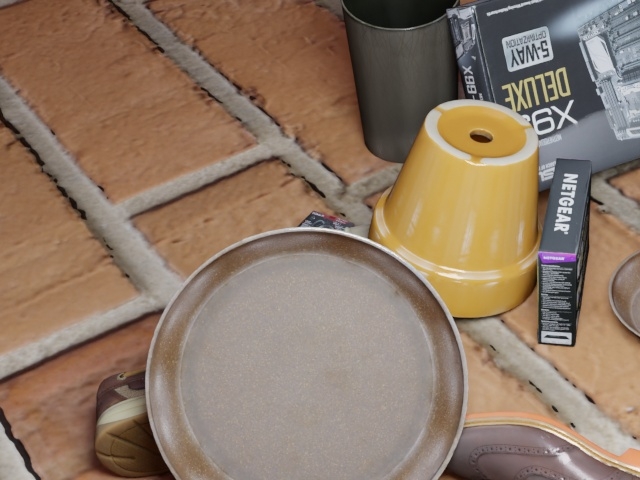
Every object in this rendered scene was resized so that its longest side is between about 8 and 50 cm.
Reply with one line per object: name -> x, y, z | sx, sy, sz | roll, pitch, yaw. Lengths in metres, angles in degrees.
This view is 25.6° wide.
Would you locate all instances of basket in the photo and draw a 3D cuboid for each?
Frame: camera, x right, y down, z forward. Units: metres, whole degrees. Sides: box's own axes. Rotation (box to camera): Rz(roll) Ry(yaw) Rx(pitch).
basket -> 0.111, -0.230, 1.846 | 0.154, 0.227, 0.204 | -7, 38, 1

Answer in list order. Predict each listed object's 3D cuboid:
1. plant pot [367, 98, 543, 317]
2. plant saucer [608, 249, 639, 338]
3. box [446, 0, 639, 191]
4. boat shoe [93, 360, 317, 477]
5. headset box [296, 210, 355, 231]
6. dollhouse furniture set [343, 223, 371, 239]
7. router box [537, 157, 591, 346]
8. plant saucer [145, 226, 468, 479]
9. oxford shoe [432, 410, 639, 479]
plant pot -> 0.166, -0.048, 1.602 | 0.205, 0.188, 0.205 | 6, 39, -5
plant saucer -> 0.420, 0.071, 1.563 | 0.199, 0.036, 0.198 | -5, 38, 4
box -> 0.326, -0.209, 1.754 | 0.307, 0.242, 0.076 | -18, 12, -21
boat shoe -> -0.071, 0.148, 1.480 | 0.342, 0.123, 0.123 | -15, 39, 0
headset box -> 0.000, 0.000, 1.726 | 0.062, 0.032, 0.083 | 18, 43, 28
dollhouse furniture set -> 0.027, 0.032, 1.663 | 0.152, 0.058, 0.076 | -12, 56, -43
router box -> 0.275, 0.011, 1.584 | 0.046, 0.133, 0.179 | 4, 38, 14
plant saucer -> -0.013, 0.139, 1.371 | 0.311, 0.310, 0.050 | -6, 6, 2
oxford shoe -> 0.223, 0.237, 1.337 | 0.271, 0.097, 0.098 | 11, 50, 26
